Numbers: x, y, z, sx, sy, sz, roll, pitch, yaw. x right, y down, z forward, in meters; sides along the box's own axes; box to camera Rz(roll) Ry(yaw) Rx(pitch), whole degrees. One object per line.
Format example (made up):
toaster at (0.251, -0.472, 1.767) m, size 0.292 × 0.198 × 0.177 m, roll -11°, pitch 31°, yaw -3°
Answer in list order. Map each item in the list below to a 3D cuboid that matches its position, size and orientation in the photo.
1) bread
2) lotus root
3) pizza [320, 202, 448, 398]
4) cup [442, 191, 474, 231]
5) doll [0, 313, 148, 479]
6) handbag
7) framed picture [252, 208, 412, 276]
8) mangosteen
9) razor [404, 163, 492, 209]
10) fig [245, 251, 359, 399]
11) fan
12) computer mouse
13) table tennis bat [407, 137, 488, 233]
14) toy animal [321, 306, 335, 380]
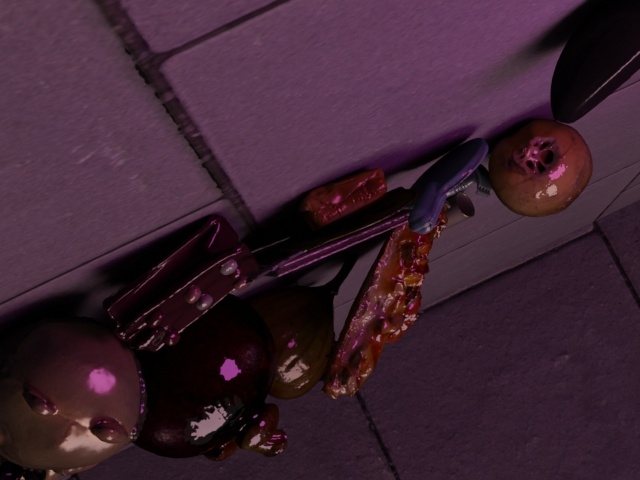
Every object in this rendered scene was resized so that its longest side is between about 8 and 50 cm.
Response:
bread at (0.033, -0.061, 1.616) m, size 0.132 × 0.053 × 0.074 m, roll -25°, pitch 174°, yaw -8°
lotus root at (0.376, -0.114, 1.893) m, size 0.169 × 0.151 × 0.342 m, roll -30°, pitch 169°, yaw 12°
pizza at (0.113, 0.144, 2.081) m, size 0.440 × 0.130 × 0.406 m, roll 113°, pitch 3°, yaw -60°
cup at (0.243, -0.051, 2.151) m, size 0.083 × 0.054 × 0.075 m, roll -31°, pitch 169°, yaw 37°
doll at (-0.399, 0.239, 1.590) m, size 0.247 × 0.247 × 0.349 m, roll -17°, pitch 179°, yaw -40°
handbag at (-0.187, 0.068, 1.542) m, size 0.216 × 0.074 × 0.203 m, roll -40°, pitch 168°, yaw -6°
framed picture at (0.000, 0.000, 1.733) m, size 0.274 × 0.017 × 0.217 m, roll -22°, pitch -170°, yaw -28°
mangosteen at (-0.205, 0.222, 1.779) m, size 0.297 × 0.293 × 0.297 m, roll -5°, pitch -156°, yaw 2°
razor at (0.177, -0.068, 1.921) m, size 0.232 × 0.068 × 0.106 m, roll -24°, pitch 170°, yaw 18°
fig at (-0.029, 0.150, 2.174) m, size 0.321 × 0.217 × 0.217 m, roll -44°, pitch 169°, yaw 0°
fan at (0.011, -0.011, 1.630) m, size 0.335 × 0.011 × 0.229 m, roll -31°, pitch -168°, yaw -38°
computer mouse at (0.373, -0.256, 1.381) m, size 0.269 × 0.086 × 0.137 m, roll -44°, pitch 170°, yaw 35°
table tennis bat at (0.176, -0.082, 1.668) m, size 0.153 × 0.040 × 0.244 m, roll -32°, pitch -165°, yaw 33°
toy animal at (-0.022, 0.214, 2.340) m, size 0.298 × 0.185 × 0.122 m, roll 22°, pitch -174°, yaw 42°
